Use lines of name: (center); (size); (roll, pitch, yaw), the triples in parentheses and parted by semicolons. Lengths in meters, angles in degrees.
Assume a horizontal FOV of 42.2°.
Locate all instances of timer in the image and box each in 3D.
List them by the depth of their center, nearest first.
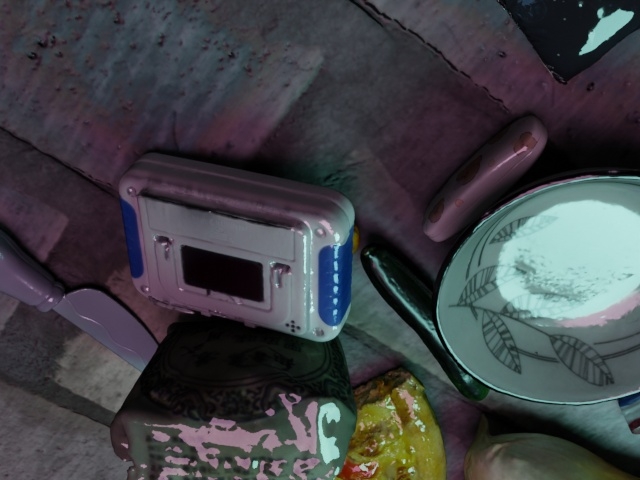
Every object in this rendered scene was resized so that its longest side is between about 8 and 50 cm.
timer: (-0.092, 0.013, 0.883); (0.253, 0.078, 0.178); (11, 127, 15)

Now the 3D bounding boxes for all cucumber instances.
cucumber: (0.129, 0.096, 0.964); (0.056, 0.056, 0.284); (-25, 122, 23)

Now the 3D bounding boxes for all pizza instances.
pizza: (0.028, 0.300, 1.109); (0.287, 0.075, 0.280); (-11, 123, 14)

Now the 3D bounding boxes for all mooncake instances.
mooncake: (-0.086, 0.167, 0.926); (0.254, 0.250, 0.136); (0, 106, 2)

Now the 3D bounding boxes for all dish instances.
dish: (0.271, 0.031, 0.862); (0.316, 0.106, 0.317); (1, 128, 2)

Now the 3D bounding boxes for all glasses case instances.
glasses case: (0.163, -0.061, 0.836); (0.041, 0.063, 0.164); (35, 123, -15)

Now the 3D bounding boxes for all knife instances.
knife: (-0.297, 0.082, 1.018); (0.331, 0.044, 0.080); (37, 115, -26)

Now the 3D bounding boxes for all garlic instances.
garlic: (0.321, 0.368, 1.063); (0.313, 0.286, 0.250); (10, 82, -7)

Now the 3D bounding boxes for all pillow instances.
pillow: (0.200, -0.243, 0.708); (0.208, 0.055, 0.141); (40, 129, -20)

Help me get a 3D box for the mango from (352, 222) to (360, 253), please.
mango: (0.000, 0.000, 0.911); (0.089, 0.046, 0.060); (-13, 123, 20)

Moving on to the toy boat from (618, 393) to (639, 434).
toy boat: (0.472, 0.177, 0.986); (0.228, 0.046, 0.080); (-28, 115, 26)
